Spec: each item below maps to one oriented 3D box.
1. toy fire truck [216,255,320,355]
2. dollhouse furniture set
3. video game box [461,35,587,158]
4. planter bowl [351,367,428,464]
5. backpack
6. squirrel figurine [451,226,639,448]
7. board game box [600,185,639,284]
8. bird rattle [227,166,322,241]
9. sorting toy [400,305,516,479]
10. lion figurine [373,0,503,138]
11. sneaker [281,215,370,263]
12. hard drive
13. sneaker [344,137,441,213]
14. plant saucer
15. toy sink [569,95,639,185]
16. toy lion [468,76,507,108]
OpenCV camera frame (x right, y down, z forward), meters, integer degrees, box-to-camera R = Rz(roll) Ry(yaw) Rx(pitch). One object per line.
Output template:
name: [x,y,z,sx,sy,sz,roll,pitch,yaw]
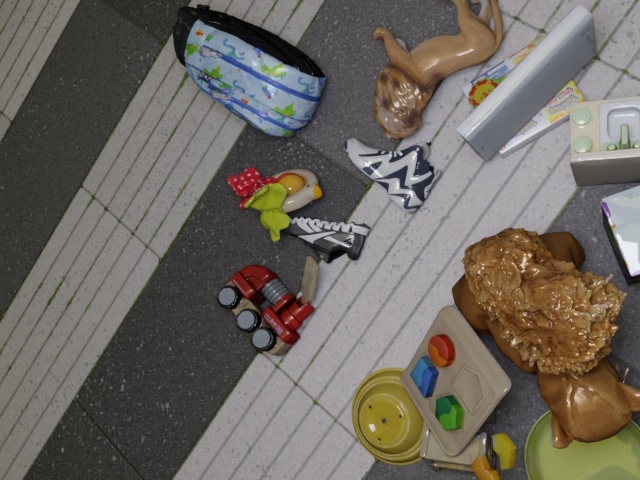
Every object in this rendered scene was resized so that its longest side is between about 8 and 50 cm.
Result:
toy fire truck: [-0.104,0.126,1.547,0.246,0.158,0.217,-44,67,2]
dollhouse furniture set: [0.301,0.388,1.343,0.130,0.129,0.183,-1,59,26]
video game box: [0.442,-0.311,1.392,0.205,0.048,0.187,-32,74,19]
planter bowl: [0.153,0.395,1.413,0.217,0.090,0.217,-3,83,25]
backpack: [-0.158,-0.413,1.578,0.356,0.290,0.273,18,100,19]
squirrel figurine: [0.412,0.175,1.148,0.281,0.397,0.370,-26,61,13]
board game box: [0.604,-0.012,1.149,0.144,0.275,0.141,-21,75,21]
bird rattle: [-0.103,-0.111,1.571,0.207,0.253,0.143,-21,114,-8]
sorting toy: [0.269,0.307,1.219,0.307,0.041,0.229,59,137,39]
lion figurine: [0.271,-0.412,1.428,0.392,0.142,0.240,-31,65,22]
sneaker: [0.000,0.000,1.541,0.235,0.078,0.106,7,84,24]
hard drive: [0.412,-0.298,1.265,0.307,0.203,0.040,-45,68,14]
sneaker: [0.178,-0.192,1.474,0.153,0.094,0.235,-47,67,11]
plant saucer: [0.531,0.438,1.259,0.241,0.037,0.240,-3,82,24]
toy sink: [0.560,-0.193,1.217,0.153,0.234,0.131,-2,83,26]
toy lion: [0.376,-0.318,1.383,0.100,0.034,0.096,-37,62,17]
